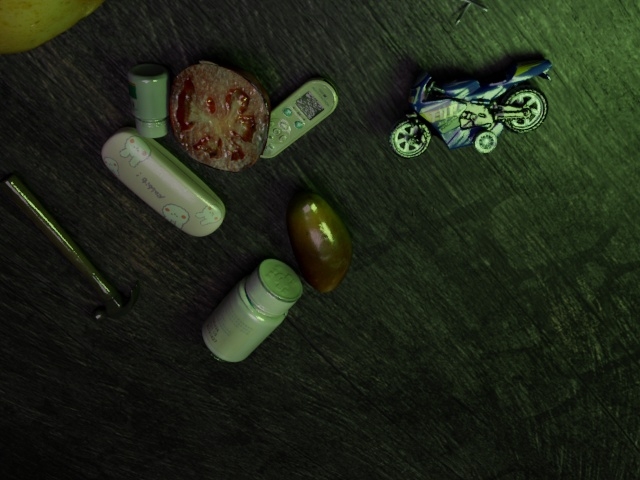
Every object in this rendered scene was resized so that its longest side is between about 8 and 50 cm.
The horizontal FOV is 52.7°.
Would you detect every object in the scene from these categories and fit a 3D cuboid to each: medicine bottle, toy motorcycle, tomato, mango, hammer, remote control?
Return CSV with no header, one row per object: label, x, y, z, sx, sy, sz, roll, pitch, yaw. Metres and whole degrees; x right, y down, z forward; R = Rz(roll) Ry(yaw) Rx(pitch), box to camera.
medicine bottle,-0.336,-0.275,1.276,0.080,0.080,0.130,8,126,1
toy motorcycle,0.274,-0.255,1.204,0.315,0.113,0.168,-13,114,5
tomato,-0.183,-0.246,1.257,0.225,0.085,0.225,9,118,18
mango,0.000,0.000,1.417,0.133,0.111,0.267,3,129,24
hammer,-0.605,0.024,1.549,0.168,0.044,0.440,-21,121,21
medicine bottle,-0.163,0.168,1.539,0.143,0.143,0.258,33,124,-17
remote control,-0.058,-0.244,1.289,0.221,0.042,0.078,-34,109,26

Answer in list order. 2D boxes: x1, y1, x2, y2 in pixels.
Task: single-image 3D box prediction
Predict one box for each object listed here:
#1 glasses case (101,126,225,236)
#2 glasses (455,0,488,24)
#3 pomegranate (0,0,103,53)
glasses case,-0.334,-0.122,1.391,0.113,0.075,0.297,-35,114,29
glasses,0.249,-0.439,1.121,0.140,0.062,0.104,-13,145,16
pomegranate,-0.499,-0.483,0.960,0.417,0.416,0.416,3,126,5
